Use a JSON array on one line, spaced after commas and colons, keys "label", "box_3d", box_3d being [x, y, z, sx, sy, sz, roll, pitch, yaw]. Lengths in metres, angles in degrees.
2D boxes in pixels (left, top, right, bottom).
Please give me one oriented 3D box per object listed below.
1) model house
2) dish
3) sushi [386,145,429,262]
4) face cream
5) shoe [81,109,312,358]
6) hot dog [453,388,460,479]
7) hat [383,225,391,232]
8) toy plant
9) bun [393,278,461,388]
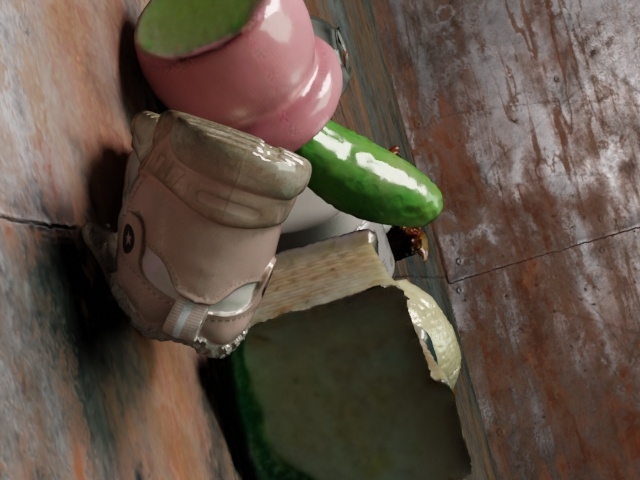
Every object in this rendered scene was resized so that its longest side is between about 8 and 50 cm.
[{"label": "model house", "box_3d": [0.021, 0.150, 1.400, 0.284, 0.243, 0.298, -99, 173, -67]}, {"label": "dish", "box_3d": [0.016, -0.369, 2.397, 0.229, 0.081, 0.229, -16, 90, -79]}, {"label": "sushi", "box_3d": [0.087, -0.043, 2.068, 0.343, 0.182, 0.196, 33, 49, -68]}, {"label": "face cream", "box_3d": [0.000, 0.000, 1.598, 0.177, 0.177, 0.153, -87, 159, -58]}, {"label": "shoe", "box_3d": [-0.127, -0.010, 1.108, 0.351, 0.172, 0.198, -171, -78, -83]}, {"label": "hot dog", "box_3d": [0.207, 0.366, 2.232, 0.272, 0.122, 0.196, -64, 144, -75]}, {"label": "hat", "box_3d": [0.037, -0.003, 1.821, 0.112, 0.162, 0.093, 37, 35, -77]}, {"label": "toy plant", "box_3d": [-0.048, -0.146, 1.373, 0.210, 0.317, 0.356, -57, 141, -31]}, {"label": "bun", "box_3d": [0.106, 0.147, 1.792, 0.153, 0.244, 0.244, -57, 140, -30]}]
